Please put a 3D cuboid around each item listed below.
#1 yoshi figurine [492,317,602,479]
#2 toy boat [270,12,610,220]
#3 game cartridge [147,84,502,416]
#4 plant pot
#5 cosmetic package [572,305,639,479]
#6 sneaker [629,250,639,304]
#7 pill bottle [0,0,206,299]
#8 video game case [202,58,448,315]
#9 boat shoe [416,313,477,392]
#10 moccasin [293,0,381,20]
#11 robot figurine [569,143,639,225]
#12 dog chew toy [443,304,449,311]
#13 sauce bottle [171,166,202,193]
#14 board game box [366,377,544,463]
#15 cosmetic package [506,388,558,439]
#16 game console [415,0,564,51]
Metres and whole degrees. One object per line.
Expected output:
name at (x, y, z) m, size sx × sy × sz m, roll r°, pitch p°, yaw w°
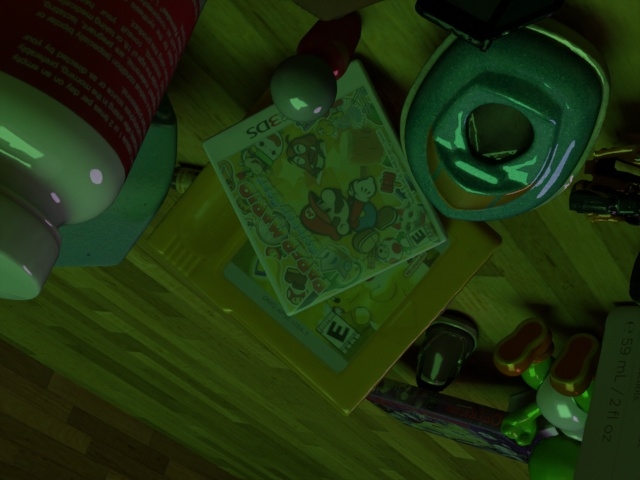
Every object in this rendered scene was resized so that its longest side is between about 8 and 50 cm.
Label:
yoshi figurine at (0.388, 0.300, 1.596) m, size 0.203 × 0.204 × 0.362 m, roll -19°, pitch 133°, yaw 14°
toy boat at (0.112, -0.128, 1.006) m, size 0.318 × 0.148 × 0.268 m, roll 23°, pitch 140°, yaw 5°
game cartridge at (0.000, 0.000, 1.175) m, size 0.323 × 0.285 × 0.052 m, roll 40°, pitch -169°, yaw 2°
plant pot at (-0.310, -0.134, 1.188) m, size 0.247 × 0.247 × 0.252 m, roll -1°, pitch 151°, yaw -46°
cosmetic package at (0.612, 0.299, 1.365) m, size 0.393 × 0.330 × 0.327 m, roll -5°, pitch 146°, yaw 43°
sneaker at (0.503, 0.045, 1.180) m, size 0.121 × 0.111 × 0.300 m, roll 29°, pitch 157°, yaw -32°
pill bottle at (-0.259, -0.163, 0.928) m, size 0.229 × 0.408 × 0.229 m, roll 16°, pitch 156°, yaw 7°
video game case at (0.004, -0.058, 1.134) m, size 0.206 × 0.227 × 0.026 m, roll -26°, pitch -179°, yaw 12°
boat shoe at (0.219, 0.213, 1.775) m, size 0.095 × 0.095 × 0.257 m, roll 16°, pitch 156°, yaw 7°
moccasin at (0.071, -0.283, 0.777) m, size 0.147 × 0.139 × 0.380 m, roll 24°, pitch 167°, yaw -33°
robot figurine at (0.398, -0.054, 1.005) m, size 0.290 × 0.085 × 0.211 m, roll 5°, pitch -172°, yaw 28°
dog chew toy at (0.030, -0.025, 1.287) m, size 0.331 × 0.207 × 0.206 m, roll 29°, pitch 156°, yaw -3°
sauce bottle at (-0.160, -0.083, 1.492) m, size 0.128 × 0.042 × 0.042 m, roll 9°, pitch 155°, yaw 19°
board game box at (0.246, 0.333, 1.862) m, size 0.346 × 0.056 × 0.208 m, roll 9°, pitch 154°, yaw 44°
cosmetic package at (0.422, 0.327, 1.865) m, size 0.060 × 0.099 × 0.239 m, roll 24°, pitch 157°, yaw -9°
game console at (0.155, -0.223, 0.849) m, size 0.107 × 0.122 × 0.071 m, roll 30°, pitch 137°, yaw 4°
